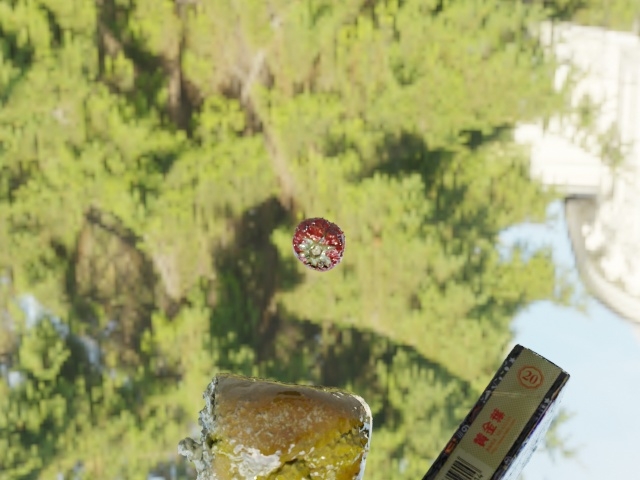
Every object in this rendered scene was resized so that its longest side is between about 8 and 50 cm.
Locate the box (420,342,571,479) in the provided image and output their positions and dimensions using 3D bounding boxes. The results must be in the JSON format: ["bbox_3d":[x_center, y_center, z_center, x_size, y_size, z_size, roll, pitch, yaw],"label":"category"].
[{"bbox_3d":[0.194,0.302,1.746,0.084,0.198,0.310,31,-120,16],"label":"box"}]

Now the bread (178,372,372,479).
[{"bbox_3d":[-0.062,0.279,1.782,0.246,0.195,0.176,8,-179,-4],"label":"bread"}]

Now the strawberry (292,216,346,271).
[{"bbox_3d":[0.000,0.000,1.778,0.073,0.073,0.083,3,-160,10],"label":"strawberry"}]
